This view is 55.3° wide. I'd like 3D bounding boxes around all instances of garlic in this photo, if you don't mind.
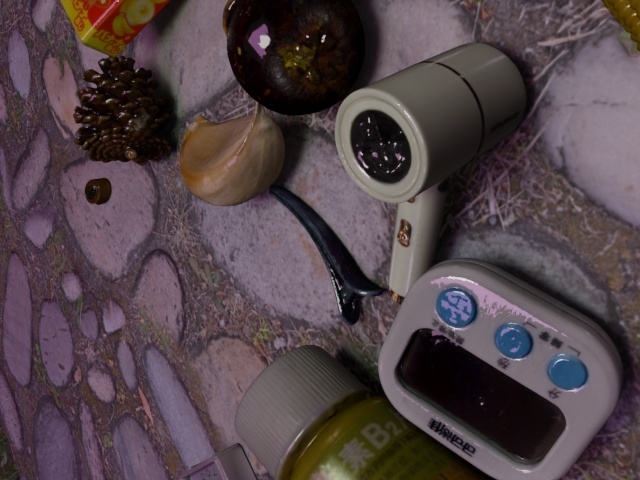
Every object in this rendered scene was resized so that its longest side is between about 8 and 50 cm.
[{"bbox_3d":[-0.141,-0.140,0.984,0.245,0.146,0.164,-6,100,53],"label":"garlic"}]

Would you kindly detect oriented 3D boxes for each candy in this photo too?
[{"bbox_3d":[-0.332,-0.473,1.077,0.276,0.088,0.146,-39,70,19],"label":"candy"}]

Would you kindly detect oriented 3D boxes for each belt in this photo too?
[{"bbox_3d":[-0.534,-0.116,1.460,0.083,0.036,0.059,-21,86,46],"label":"belt"}]

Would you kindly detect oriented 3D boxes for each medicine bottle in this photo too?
[{"bbox_3d":[0.067,0.332,0.846,0.384,0.224,0.224,37,123,33],"label":"medicine bottle"}]

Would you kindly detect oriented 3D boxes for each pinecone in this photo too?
[{"bbox_3d":[-0.381,-0.254,1.182,0.169,0.186,0.212,2,80,20],"label":"pinecone"}]

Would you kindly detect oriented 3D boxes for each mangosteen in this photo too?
[{"bbox_3d":[-0.043,-0.280,0.849,0.217,0.192,0.192,54,135,49],"label":"mangosteen"}]

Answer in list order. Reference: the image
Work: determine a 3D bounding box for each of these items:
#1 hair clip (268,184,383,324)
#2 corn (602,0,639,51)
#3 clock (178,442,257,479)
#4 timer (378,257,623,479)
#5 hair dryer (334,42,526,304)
[{"bbox_3d":[0.000,0.000,0.969,0.275,0.048,0.083,57,134,26],"label":"hair clip"},{"bbox_3d":[0.301,-0.281,0.546,0.131,0.131,0.344,-36,73,43],"label":"corn"},{"bbox_3d":[-0.207,0.523,1.270,0.197,0.063,0.150,-40,72,42],"label":"clock"},{"bbox_3d":[0.207,0.155,0.741,0.262,0.087,0.237,31,122,20],"label":"timer"},{"bbox_3d":[0.123,-0.044,0.754,0.128,0.203,0.361,32,137,32],"label":"hair dryer"}]
